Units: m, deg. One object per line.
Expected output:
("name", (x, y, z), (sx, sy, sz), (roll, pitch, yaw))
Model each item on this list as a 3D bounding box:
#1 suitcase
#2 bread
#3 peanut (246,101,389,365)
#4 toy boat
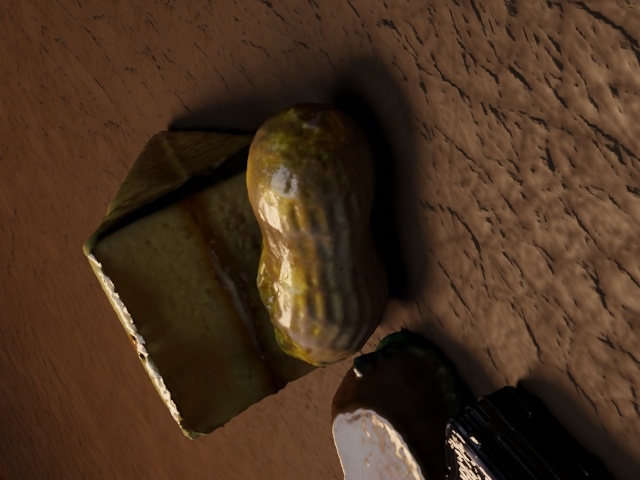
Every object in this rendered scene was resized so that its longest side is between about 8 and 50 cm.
("suitcase", (0.129, 0.154, 1.040), (0.126, 0.059, 0.086), (48, 155, 35))
("bread", (-0.107, 0.024, 1.266), (0.264, 0.163, 0.168), (9, 126, 65))
("peanut", (0.000, 0.000, 1.098), (0.087, 0.087, 0.207), (43, 151, 38))
("toy boat", (0.091, 0.206, 1.150), (0.108, 0.099, 0.293), (-21, 98, 43))
